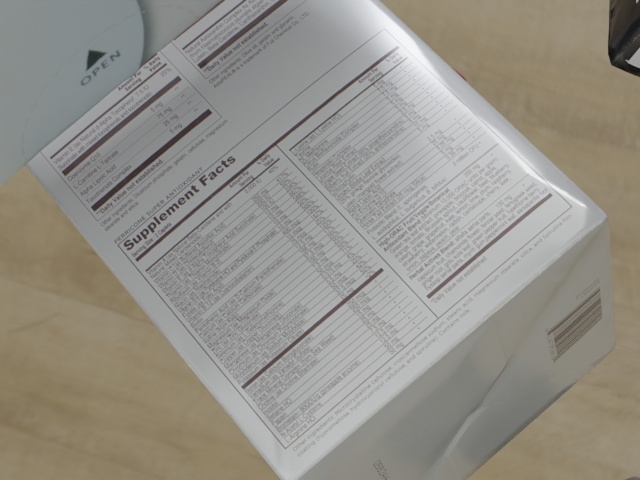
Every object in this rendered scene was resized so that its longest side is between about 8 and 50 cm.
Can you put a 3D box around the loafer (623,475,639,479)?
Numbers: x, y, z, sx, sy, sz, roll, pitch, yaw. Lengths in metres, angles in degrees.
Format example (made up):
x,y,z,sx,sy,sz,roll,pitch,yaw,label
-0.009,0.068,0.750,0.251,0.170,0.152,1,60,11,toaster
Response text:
x,y,z,sx,sy,sz,roll,pitch,yaw,label
0.365,0.381,1.252,0.130,0.134,0.366,-11,66,-26,loafer

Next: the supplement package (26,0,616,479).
x,y,z,sx,sy,sz,roll,pitch,yaw,label
0.000,0.000,0.770,0.198,0.199,0.263,-40,64,-6,supplement package

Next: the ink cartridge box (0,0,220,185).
x,y,z,sx,sy,sz,roll,pitch,yaw,label
-0.140,-0.151,0.475,0.308,0.385,0.091,-40,74,-6,ink cartridge box

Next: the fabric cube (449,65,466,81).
x,y,z,sx,sy,sz,roll,pitch,yaw,label
-0.052,-0.140,1.456,0.258,0.254,0.259,32,98,25,fabric cube

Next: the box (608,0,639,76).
x,y,z,sx,sy,sz,roll,pitch,yaw,label
0.208,-0.241,0.500,0.073,0.293,0.296,21,51,-12,box
